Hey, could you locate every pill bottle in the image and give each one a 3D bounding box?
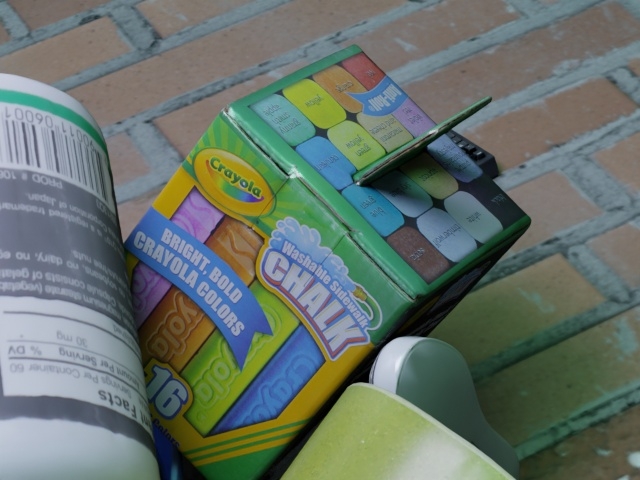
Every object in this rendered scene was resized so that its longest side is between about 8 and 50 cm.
[{"bbox_3d":[-0.205,0.096,1.184,0.204,0.204,0.361,-11,59,-2],"label":"pill bottle"}]

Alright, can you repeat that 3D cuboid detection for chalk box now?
[{"bbox_3d":[0.000,0.000,1.311,0.179,0.289,0.180,45,32,10],"label":"chalk box"}]

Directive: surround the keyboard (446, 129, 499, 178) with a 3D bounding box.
[{"bbox_3d":[0.059,-0.033,1.602,0.180,0.023,0.108,-30,45,-21],"label":"keyboard"}]

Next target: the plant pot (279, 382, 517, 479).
[{"bbox_3d":[0.016,0.279,1.107,0.293,0.275,0.275,-45,51,-14],"label":"plant pot"}]

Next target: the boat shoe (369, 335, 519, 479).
[{"bbox_3d":[0.064,0.125,1.284,0.070,0.219,0.077,13,64,29],"label":"boat shoe"}]

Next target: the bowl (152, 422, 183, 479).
[{"bbox_3d":[-0.282,0.202,1.359,0.391,0.077,0.391,-5,42,5],"label":"bowl"}]
